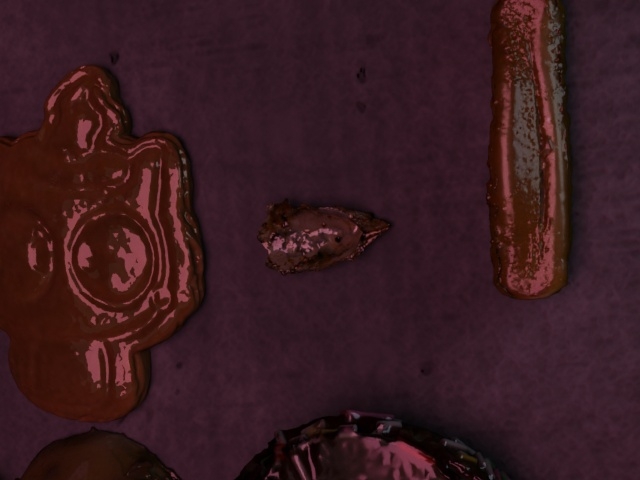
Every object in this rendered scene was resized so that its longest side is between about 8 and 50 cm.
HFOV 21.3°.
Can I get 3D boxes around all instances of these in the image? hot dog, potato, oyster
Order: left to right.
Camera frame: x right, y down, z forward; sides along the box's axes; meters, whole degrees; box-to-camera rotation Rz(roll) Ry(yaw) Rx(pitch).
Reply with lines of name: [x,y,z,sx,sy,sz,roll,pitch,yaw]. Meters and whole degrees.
potato: [-0.233,0.350,1.775,0.239,0.116,0.299,-13,91,19]
oyster: [0.000,0.000,1.688,0.132,0.029,0.086,17,107,18]
hot dog: [0.193,-0.089,1.581,0.083,0.068,0.288,0,90,0]

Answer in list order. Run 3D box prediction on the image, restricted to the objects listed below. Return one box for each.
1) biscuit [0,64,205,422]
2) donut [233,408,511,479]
biscuit: [-0.247,0.005,1.782,0.269,0.051,0.375,2,95,21]
donut: [0.071,0.296,1.628,0.345,0.136,0.259,33,104,16]
